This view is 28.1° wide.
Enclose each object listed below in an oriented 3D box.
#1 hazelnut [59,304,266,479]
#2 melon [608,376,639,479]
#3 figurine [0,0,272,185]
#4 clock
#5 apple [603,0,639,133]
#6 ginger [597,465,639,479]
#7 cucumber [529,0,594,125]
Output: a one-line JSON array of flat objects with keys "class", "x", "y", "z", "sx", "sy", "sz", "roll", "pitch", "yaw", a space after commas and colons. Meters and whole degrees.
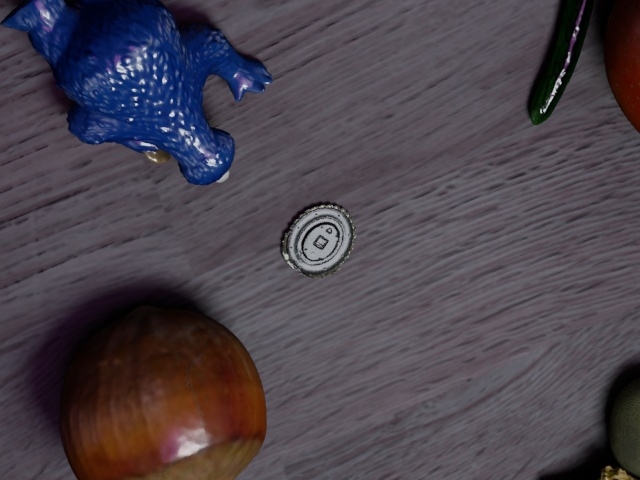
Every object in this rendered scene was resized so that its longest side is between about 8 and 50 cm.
[{"class": "hazelnut", "x": -0.158, "y": 0.167, "z": 1.279, "sx": 0.214, "sy": 0.176, "sz": 0.214, "roll": 2, "pitch": 81, "yaw": -12}, {"class": "melon", "x": 0.378, "y": 0.216, "z": 1.458, "sx": 0.098, "sy": 0.098, "sz": 0.131, "roll": -8, "pitch": 117, "yaw": -10}, {"class": "figurine", "x": -0.165, "y": -0.148, "z": 1.184, "sx": 0.262, "sy": 0.121, "sz": 0.164, "roll": 36, "pitch": 95, "yaw": -25}, {"class": "clock", "x": 0.000, "y": 0.000, "z": 1.338, "sx": 0.074, "sy": 0.010, "sz": 0.083, "roll": 32, "pitch": 100, "yaw": -21}, {"class": "apple", "x": 0.414, "y": -0.183, "z": 1.244, "sx": 0.260, "sy": 0.216, "sz": 0.260, "roll": -1, "pitch": 114, "yaw": -2}, {"class": "ginger", "x": 0.403, "y": 0.384, "z": 1.406, "sx": 0.166, "sy": 0.375, "sz": 0.236, "roll": -2, "pitch": 99, "yaw": -39}, {"class": "cucumber", "x": 0.254, "y": -0.203, "z": 1.309, "sx": 0.036, "sy": 0.033, "sz": 0.184, "roll": 1, "pitch": 112, "yaw": -40}]
